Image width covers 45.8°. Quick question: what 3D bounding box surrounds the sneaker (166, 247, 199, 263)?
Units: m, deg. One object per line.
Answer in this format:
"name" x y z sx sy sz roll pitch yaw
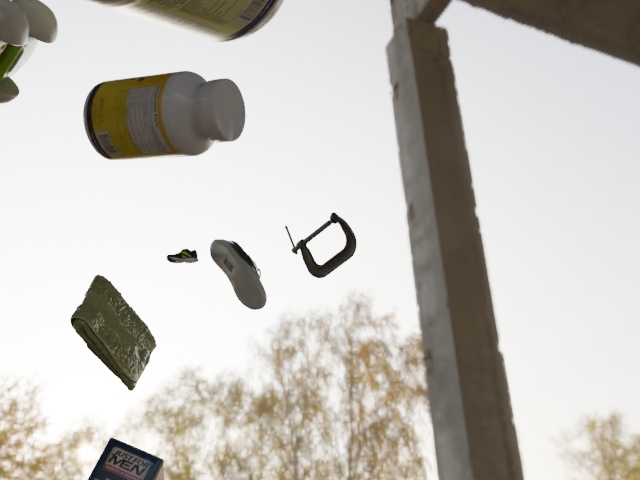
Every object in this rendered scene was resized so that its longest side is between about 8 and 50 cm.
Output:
"sneaker" -0.329 0.036 1.802 0.083 0.035 0.031 5 -17 -40

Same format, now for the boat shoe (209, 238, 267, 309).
"boat shoe" -0.173 0.071 1.745 0.070 0.219 0.078 -1 -48 -44

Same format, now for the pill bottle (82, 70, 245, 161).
"pill bottle" -0.189 -0.152 0.926 0.184 0.103 0.103 -1 -27 24

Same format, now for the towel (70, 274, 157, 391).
"towel" -0.287 0.128 1.067 0.027 0.110 0.148 -20 -59 20

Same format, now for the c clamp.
"c clamp" 0.000 0.000 1.494 0.160 0.137 0.022 -31 -19 36

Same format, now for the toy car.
"toy car" -0.454 -0.268 1.006 0.136 0.182 0.159 40 -72 -5

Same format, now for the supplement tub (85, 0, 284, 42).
"supplement tub" -0.207 -0.403 0.988 0.235 0.236 0.324 -22 -10 30

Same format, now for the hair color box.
"hair color box" -0.381 0.523 1.254 0.105 0.347 0.174 23 -31 2
